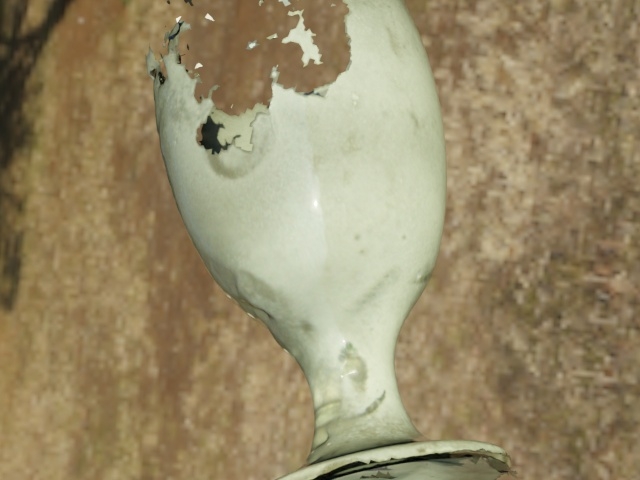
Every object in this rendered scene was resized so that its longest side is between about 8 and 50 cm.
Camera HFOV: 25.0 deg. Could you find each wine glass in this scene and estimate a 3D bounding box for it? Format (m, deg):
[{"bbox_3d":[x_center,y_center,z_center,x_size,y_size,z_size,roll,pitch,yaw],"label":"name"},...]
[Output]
[{"bbox_3d":[0.002,0.004,0.903,0.190,0.190,0.357,123,139,-63],"label":"wine glass"}]
